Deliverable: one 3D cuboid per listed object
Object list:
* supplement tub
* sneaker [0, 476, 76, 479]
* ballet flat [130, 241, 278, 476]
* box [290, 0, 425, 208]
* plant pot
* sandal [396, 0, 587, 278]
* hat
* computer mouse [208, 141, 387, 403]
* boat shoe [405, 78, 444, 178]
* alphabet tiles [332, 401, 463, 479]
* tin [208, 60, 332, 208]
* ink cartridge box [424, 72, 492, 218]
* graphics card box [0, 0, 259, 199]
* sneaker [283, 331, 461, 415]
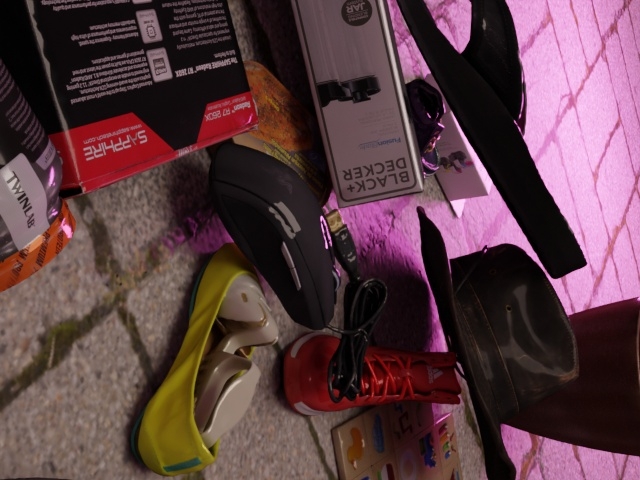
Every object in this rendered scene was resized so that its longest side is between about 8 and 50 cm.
[{"bbox_3d":[-0.226,-0.064,0.568,0.190,0.117,0.117,64,35,-27],"label":"supplement tub"},{"bbox_3d":[-0.171,0.242,0.594,0.295,0.124,0.178,28,50,-56],"label":"sneaker"},{"bbox_3d":[-0.077,0.092,0.820,0.077,0.077,0.231,57,38,-35],"label":"ballet flat"},{"bbox_3d":[0.035,-0.188,1.016,0.169,0.087,0.289,-62,139,-77],"label":"box"},{"bbox_3d":[0.347,0.191,1.362,0.215,0.231,0.215,21,65,-55],"label":"plant pot"},{"bbox_3d":[0.190,-0.171,1.094,0.445,0.107,0.167,63,8,13],"label":"sandal"},{"bbox_3d":[0.208,0.104,1.116,0.331,0.134,0.331,-16,90,-88],"label":"hat"},{"bbox_3d":[0.000,0.000,0.909,0.262,0.060,0.184,60,26,-22],"label":"computer mouse"},{"bbox_3d":[0.121,-0.129,1.201,0.183,0.083,0.065,36,53,-51],"label":"boat shoe"},{"bbox_3d":[0.092,0.319,1.120,0.343,0.011,0.285,-13,95,-60],"label":"alphabet tiles"},{"bbox_3d":[-0.048,-0.093,0.956,0.190,0.040,0.106,40,46,-50],"label":"tin"},{"bbox_3d":[0.190,-0.128,1.339,0.181,0.062,0.104,59,38,-34],"label":"ink cartridge box"},{"bbox_3d":[-0.179,-0.230,0.710,0.233,0.094,0.370,-33,112,-57],"label":"graphics card box"},{"bbox_3d":[0.065,0.129,1.001,0.221,0.128,0.086,3,81,-59],"label":"sneaker"}]
